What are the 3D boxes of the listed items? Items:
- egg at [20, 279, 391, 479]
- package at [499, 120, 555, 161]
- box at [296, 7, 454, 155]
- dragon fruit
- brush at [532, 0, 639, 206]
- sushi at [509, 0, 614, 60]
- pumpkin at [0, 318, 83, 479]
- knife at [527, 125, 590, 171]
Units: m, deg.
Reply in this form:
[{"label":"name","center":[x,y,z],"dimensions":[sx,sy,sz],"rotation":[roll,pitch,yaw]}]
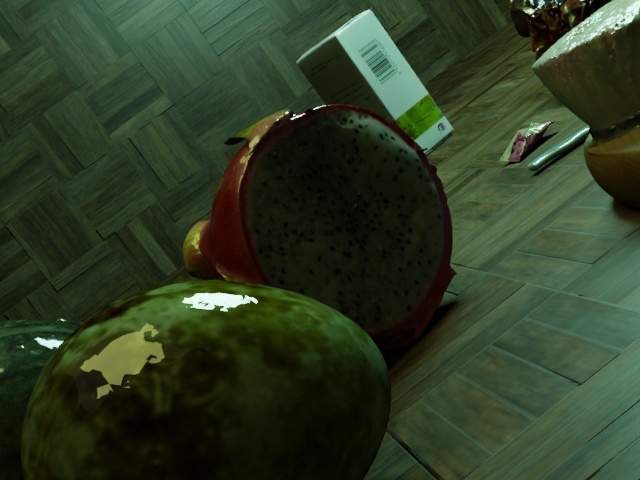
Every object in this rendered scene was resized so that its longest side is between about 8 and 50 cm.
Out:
[{"label":"egg","center":[-0.085,0.143,0.856],"dimensions":[0.289,0.238,0.238],"rotation":[-26,6,-16]},{"label":"package","center":[0.298,-0.145,1.611],"dimensions":[0.083,0.029,0.059],"rotation":[-49,19,-13]},{"label":"box","center":[0.107,-0.294,2.253],"dimensions":[0.106,0.299,0.200],"rotation":[-39,9,-23]},{"label":"dragon fruit","center":[0.000,0.000,1.206],"dimensions":[0.290,0.290,0.189],"rotation":[-41,8,-28]},{"label":"brush","center":[0.313,-0.137,1.059],"dimensions":[0.174,0.166,0.267],"rotation":[-33,11,17]},{"label":"sushi","center":[0.413,-0.346,1.700],"dimensions":[0.182,0.196,0.343],"rotation":[-30,8,-4]},{"label":"pumpkin","center":[-0.277,0.213,1.066],"dimensions":[0.257,0.291,0.327],"rotation":[-22,14,-20]},{"label":"knife","center":[0.360,-0.150,1.439],"dimensions":[0.210,0.015,0.028],"rotation":[-34,2,10]}]
